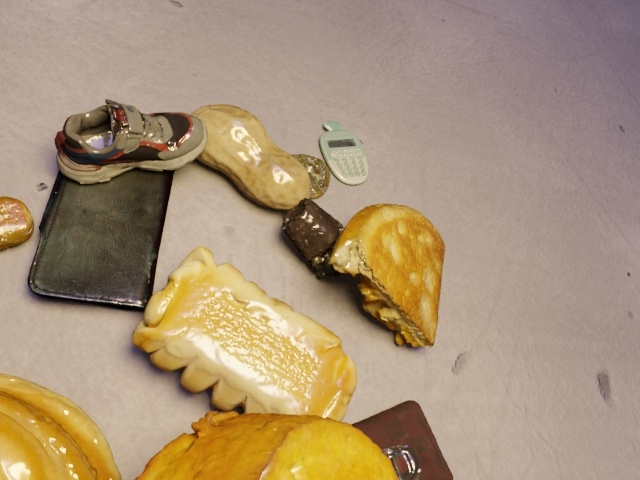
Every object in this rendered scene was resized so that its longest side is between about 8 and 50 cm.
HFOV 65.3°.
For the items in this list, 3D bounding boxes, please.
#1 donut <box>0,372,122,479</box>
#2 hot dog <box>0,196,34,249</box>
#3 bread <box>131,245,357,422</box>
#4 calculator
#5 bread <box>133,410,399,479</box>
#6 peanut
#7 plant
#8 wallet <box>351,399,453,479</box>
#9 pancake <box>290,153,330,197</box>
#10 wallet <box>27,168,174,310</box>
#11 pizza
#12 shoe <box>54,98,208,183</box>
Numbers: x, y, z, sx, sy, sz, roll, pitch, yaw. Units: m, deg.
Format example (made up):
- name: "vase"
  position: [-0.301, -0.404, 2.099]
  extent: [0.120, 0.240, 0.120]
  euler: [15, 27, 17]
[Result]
- name: "donut"
  position: [-0.390, 0.327, 0.434]
  extent: [0.449, 0.198, 0.449]
  euler: [10, 59, -16]
- name: "hot dog"
  position: [-0.527, 0.006, 0.635]
  extent: [0.289, 0.068, 0.083]
  euler: [-19, 95, -35]
- name: "bread"
  position: [-0.099, 0.159, 0.701]
  extent: [0.311, 0.121, 0.173]
  euler: [35, 58, -2]
- name: "calculator"
  position: [0.047, -0.180, 1.019]
  extent: [0.095, 0.021, 0.153]
  euler: [-10, 68, -28]
- name: "bread"
  position: [-0.040, 0.348, 0.468]
  extent: [0.337, 0.204, 0.358]
  euler: [28, 50, -34]
- name: "peanut"
  position: [-0.122, -0.146, 0.863]
  extent: [0.256, 0.123, 0.123]
  euler: [36, 54, 1]
- name: "plant"
  position: [0.000, 0.000, 0.845]
  extent: [0.143, 0.094, 0.092]
  euler: [43, 14, -22]
- name: "wallet"
  position: [0.090, 0.349, 0.724]
  extent: [0.229, 0.049, 0.182]
  euler: [-12, 65, -30]
- name: "pancake"
  position: [-0.030, -0.127, 0.958]
  extent: [0.108, 0.017, 0.108]
  euler: [11, 56, -16]
- name: "wallet"
  position: [-0.322, -0.046, 0.765]
  extent: [0.172, 0.045, 0.318]
  euler: [9, 57, -18]
- name: "pizza"
  position: [0.124, 0.013, 0.853]
  extent: [0.258, 0.087, 0.268]
  euler: [52, 42, -33]
- name: "shoe"
  position: [-0.285, -0.167, 0.743]
  extent: [0.227, 0.125, 0.099]
  euler: [-19, 63, -17]
